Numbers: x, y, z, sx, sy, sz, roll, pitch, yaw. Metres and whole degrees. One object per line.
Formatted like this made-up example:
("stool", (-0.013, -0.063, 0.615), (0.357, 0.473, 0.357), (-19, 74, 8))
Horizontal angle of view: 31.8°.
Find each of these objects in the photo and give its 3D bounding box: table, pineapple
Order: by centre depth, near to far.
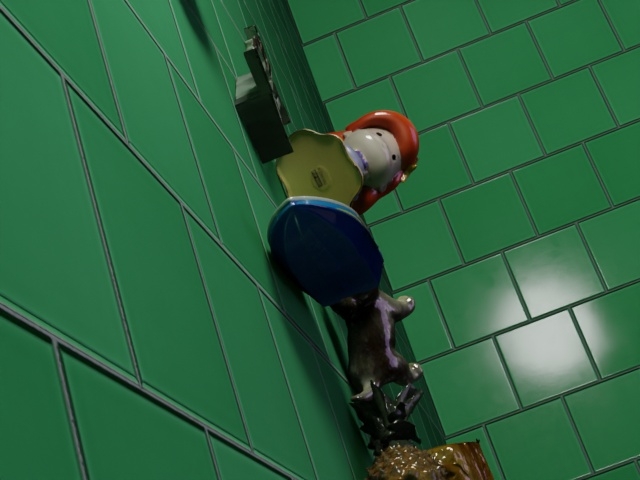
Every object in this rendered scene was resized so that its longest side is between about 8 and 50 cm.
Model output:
("pineapple", (0.109, 0.293, 1.516), (0.130, 0.119, 0.277), (47, 11, -17))
("table", (-0.097, -0.228, 1.732), (0.146, 0.062, 0.175), (-99, 167, -66))

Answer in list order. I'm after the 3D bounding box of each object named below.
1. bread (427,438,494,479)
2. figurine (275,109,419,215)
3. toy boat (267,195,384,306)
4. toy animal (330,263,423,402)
("bread", (0.221, 0.473, 1.683), (0.195, 0.149, 0.344), (24, 43, -67))
("figurine", (0.043, -0.125, 1.928), (0.181, 0.208, 0.257), (30, 24, 21))
("toy boat", (0.000, 0.000, 1.472), (0.295, 0.129, 0.088), (53, 17, -67))
("toy animal", (0.071, 0.135, 1.754), (0.168, 0.121, 0.233), (11, 66, -64))
